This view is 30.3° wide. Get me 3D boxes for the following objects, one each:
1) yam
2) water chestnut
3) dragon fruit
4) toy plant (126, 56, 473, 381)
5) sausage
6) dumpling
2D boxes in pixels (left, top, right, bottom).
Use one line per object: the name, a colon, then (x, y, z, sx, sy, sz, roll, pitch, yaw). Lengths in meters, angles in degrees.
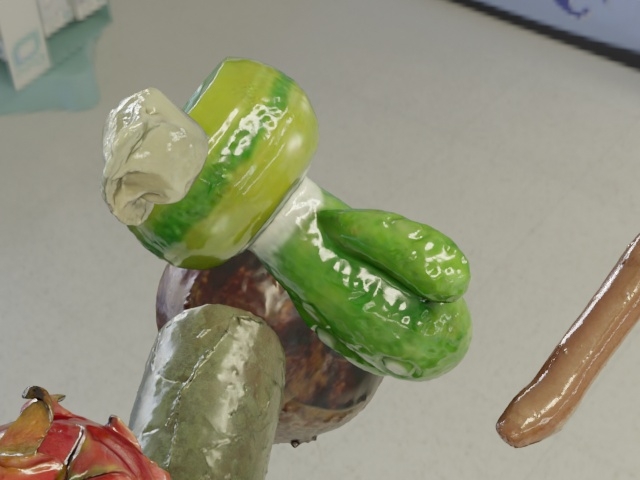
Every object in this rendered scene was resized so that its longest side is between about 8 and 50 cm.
yam: (-0.130, 0.231, 1.237, 0.168, 0.168, 0.304, 4, 49, 7)
water chestnut: (-0.060, 0.092, 1.551, 0.350, 0.350, 0.302, -32, 32, -28)
dragon fruit: (-0.138, 0.146, 0.567, 0.133, 0.136, 0.166, -38, 10, 6)
toy plant: (0.000, 0.000, 0.993, 0.316, 0.224, 0.184, 39, 61, -12)
sausage: (0.189, 0.071, 0.828, 0.043, 0.043, 0.186, 33, 80, 32)
dumpling: (-0.083, -0.039, 0.552, 0.057, 0.052, 0.076, -46, 26, 5)
